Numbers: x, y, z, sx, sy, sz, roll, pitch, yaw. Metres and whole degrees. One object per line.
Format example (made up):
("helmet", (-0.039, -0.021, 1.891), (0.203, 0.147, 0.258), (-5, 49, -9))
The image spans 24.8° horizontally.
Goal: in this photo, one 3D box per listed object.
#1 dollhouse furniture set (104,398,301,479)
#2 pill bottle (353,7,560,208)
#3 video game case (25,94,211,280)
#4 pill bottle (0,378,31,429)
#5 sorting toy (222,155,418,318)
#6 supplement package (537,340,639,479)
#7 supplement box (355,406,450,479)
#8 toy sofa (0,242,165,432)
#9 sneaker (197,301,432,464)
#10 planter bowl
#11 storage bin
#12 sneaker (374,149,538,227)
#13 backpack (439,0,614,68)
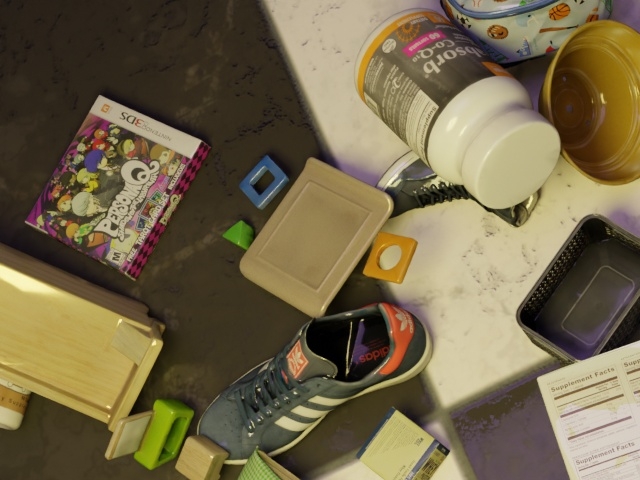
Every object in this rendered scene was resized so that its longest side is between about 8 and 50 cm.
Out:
("dollhouse furniture set", (-0.151, 0.364, 1.878), (0.302, 0.151, 0.197), (31, 108, 26))
("pill bottle", (0.177, -0.172, 1.893), (0.162, 0.162, 0.278), (-43, 50, 1))
("video game case", (-0.306, -0.082, 2.196), (0.210, 0.042, 0.232), (25, 82, 28))
("pill bottle", (-0.466, 0.149, 2.121), (0.131, 0.131, 0.229), (10, 75, 23))
("sorting toy", (0.000, 0.000, 2.017), (0.348, 0.047, 0.196), (29, 85, 43))
("supplement package", (0.403, 0.270, 1.711), (0.198, 0.199, 0.262), (-21, 65, 12))
("supplement box", (0.108, 0.278, 1.900), (0.083, 0.056, 0.083), (35, 86, 28))
("toy sofa", (-0.407, 0.114, 2.015), (0.363, 0.177, 0.150), (25, 96, -15))
("sneaker", (-0.028, 0.179, 1.936), (0.350, 0.148, 0.131), (-31, 63, 8))
("planter bowl", (0.356, -0.178, 1.929), (0.090, 0.217, 0.217), (-2, 66, 59))
("storage bin", (0.350, 0.072, 1.869), (0.122, 0.084, 0.180), (34, 84, 28))
("sneaker", (0.188, -0.062, 1.978), (0.226, 0.086, 0.163), (-36, 60, 4))
("backpack", (0.273, -0.374, 1.974), (0.277, 0.213, 0.263), (-24, 52, 12))
